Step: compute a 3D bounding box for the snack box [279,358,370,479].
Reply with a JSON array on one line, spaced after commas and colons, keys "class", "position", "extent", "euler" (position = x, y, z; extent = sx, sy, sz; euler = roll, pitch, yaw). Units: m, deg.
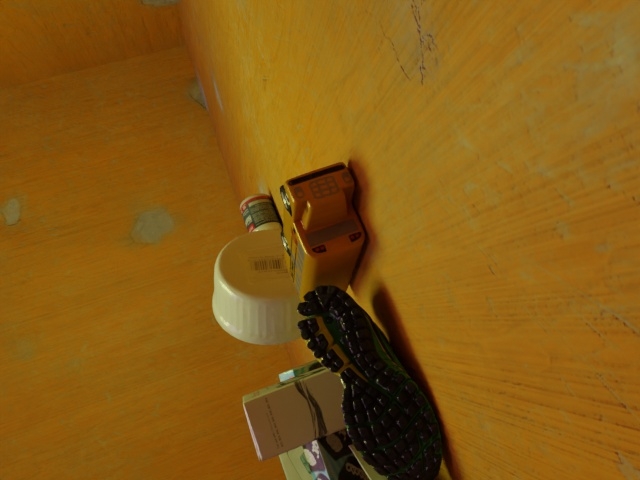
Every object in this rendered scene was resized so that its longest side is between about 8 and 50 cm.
[{"class": "snack box", "position": [0.038, 0.428, 1.294], "extent": [0.060, 0.187, 0.321], "euler": [-28, 78, 42]}]

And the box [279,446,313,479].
[{"class": "box", "position": [0.001, 0.692, 1.758], "extent": [0.126, 0.231, 0.261], "euler": [90, 160, -60]}]

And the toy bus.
[{"class": "toy bus", "position": [0.000, 0.000, 0.993], "extent": [0.332, 0.108, 0.130], "euler": [100, 150, -67]}]

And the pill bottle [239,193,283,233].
[{"class": "pill bottle", "position": [-0.179, -0.049, 1.792], "extent": [0.108, 0.108, 0.180], "euler": [93, 156, -61]}]

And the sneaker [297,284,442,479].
[{"class": "sneaker", "position": [0.096, 0.226, 0.927], "extent": [0.343, 0.134, 0.146], "euler": [63, -165, 20]}]

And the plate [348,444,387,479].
[{"class": "plate", "position": [0.171, 0.472, 0.915], "extent": [0.277, 0.045, 0.278], "euler": [55, 171, -9]}]

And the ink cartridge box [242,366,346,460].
[{"class": "ink cartridge box", "position": [-0.012, 0.322, 1.129], "extent": [0.198, 0.273, 0.114], "euler": [122, 129, -75]}]

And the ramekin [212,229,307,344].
[{"class": "ramekin", "position": [-0.121, 0.097, 1.341], "extent": [0.277, 0.278, 0.135], "euler": [-119, 24, -45]}]
